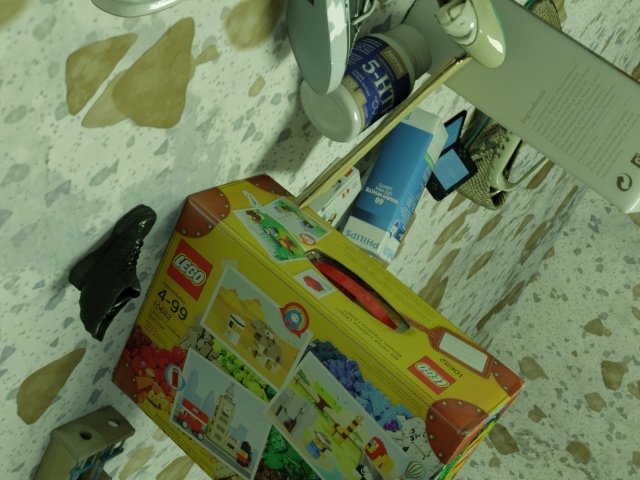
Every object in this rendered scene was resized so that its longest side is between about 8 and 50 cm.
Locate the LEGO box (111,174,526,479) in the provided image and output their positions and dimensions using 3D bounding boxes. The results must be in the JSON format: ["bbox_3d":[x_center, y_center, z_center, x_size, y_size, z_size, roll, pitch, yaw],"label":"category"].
[{"bbox_3d":[-0.022,0.206,1.474,0.193,0.500,0.372,-22,146,-53],"label":"LEGO box"}]

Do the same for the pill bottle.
[{"bbox_3d":[0.071,-0.233,1.468,0.187,0.112,0.112,-40,157,-28],"label":"pill bottle"}]

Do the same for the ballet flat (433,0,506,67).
[{"bbox_3d":[0.178,-0.343,1.390,0.086,0.248,0.086,-22,-167,6],"label":"ballet flat"}]

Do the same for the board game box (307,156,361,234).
[{"bbox_3d":[0.000,0.000,1.810,0.193,0.053,0.305,-46,160,-14],"label":"board game box"}]

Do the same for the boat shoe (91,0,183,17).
[{"bbox_3d":[-0.119,-0.319,0.956,0.277,0.098,0.096,-50,162,-28],"label":"boat shoe"}]

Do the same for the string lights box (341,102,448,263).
[{"bbox_3d":[0.134,-0.097,1.788,0.259,0.077,0.133,-65,164,-3],"label":"string lights box"}]

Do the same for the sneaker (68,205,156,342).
[{"bbox_3d":[-0.252,0.040,1.296,0.170,0.089,0.051,-45,159,-14],"label":"sneaker"}]

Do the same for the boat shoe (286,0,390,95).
[{"bbox_3d":[0.025,-0.310,1.240,0.105,0.113,0.306,-26,142,-21],"label":"boat shoe"}]

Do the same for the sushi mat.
[{"bbox_3d":[0.094,-0.165,1.489,0.316,0.019,0.151,-42,178,18],"label":"sushi mat"}]

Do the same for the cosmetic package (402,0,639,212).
[{"bbox_3d":[0.358,-0.236,1.572,0.161,0.453,0.230,-58,159,17],"label":"cosmetic package"}]

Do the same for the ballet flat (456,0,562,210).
[{"bbox_3d":[0.418,-0.253,2.066,0.164,0.182,0.483,-30,151,-42],"label":"ballet flat"}]

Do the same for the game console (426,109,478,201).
[{"bbox_3d":[0.263,-0.169,2.034,0.144,0.124,0.085,-36,-178,-34],"label":"game console"}]

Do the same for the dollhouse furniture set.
[{"bbox_3d":[-0.331,0.379,1.582,0.129,0.184,0.129,-19,143,-55],"label":"dollhouse furniture set"}]
